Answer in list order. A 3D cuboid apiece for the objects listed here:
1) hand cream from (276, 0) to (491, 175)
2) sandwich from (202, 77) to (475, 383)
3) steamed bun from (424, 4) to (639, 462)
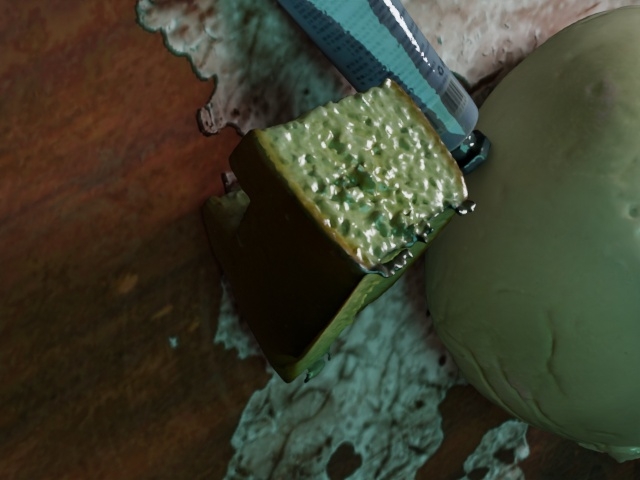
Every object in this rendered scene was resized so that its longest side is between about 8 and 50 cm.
[{"bbox_3d":[0.034,-0.142,1.293,0.088,0.055,0.256,-47,121,-10],"label":"hand cream"},{"bbox_3d":[0.000,0.000,1.294,0.122,0.128,0.235,-30,169,-28],"label":"sandwich"},{"bbox_3d":[0.250,-0.001,1.430,0.312,0.233,0.333,26,89,-45],"label":"steamed bun"}]
